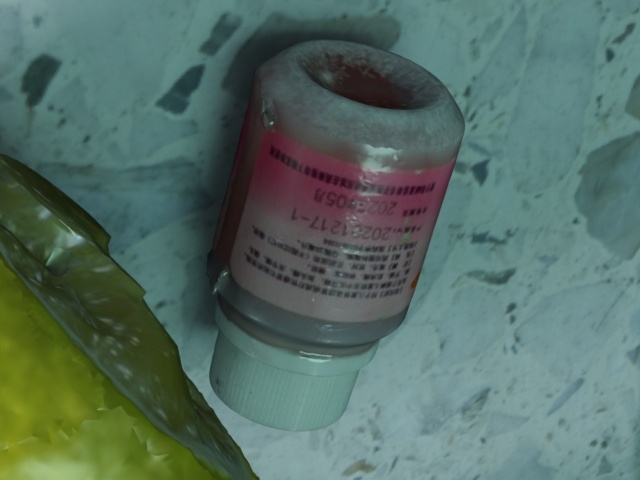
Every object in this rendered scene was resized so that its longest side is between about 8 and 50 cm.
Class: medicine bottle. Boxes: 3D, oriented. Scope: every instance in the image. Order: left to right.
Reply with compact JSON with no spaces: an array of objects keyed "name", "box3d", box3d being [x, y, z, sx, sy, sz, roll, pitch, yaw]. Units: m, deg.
[{"name":"medicine bottle","box3d":[0.000,0.000,1.165,0.147,0.147,0.247,-3,123,-31]}]

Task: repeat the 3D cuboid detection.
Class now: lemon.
[{"name":"lemon","box3d":[-0.230,0.132,0.979,0.364,0.364,0.364,-16,129,-21]}]
